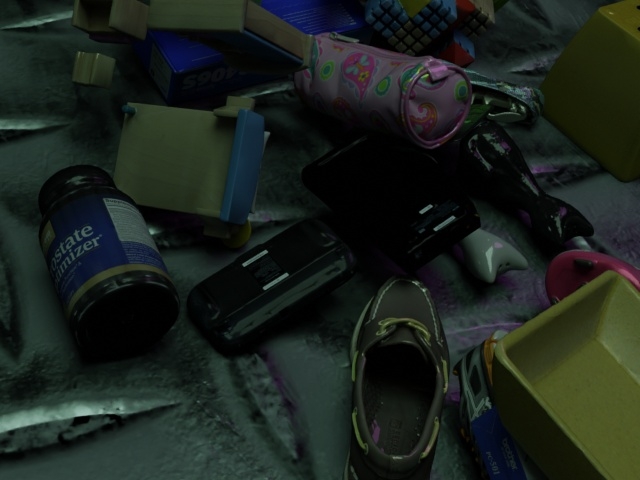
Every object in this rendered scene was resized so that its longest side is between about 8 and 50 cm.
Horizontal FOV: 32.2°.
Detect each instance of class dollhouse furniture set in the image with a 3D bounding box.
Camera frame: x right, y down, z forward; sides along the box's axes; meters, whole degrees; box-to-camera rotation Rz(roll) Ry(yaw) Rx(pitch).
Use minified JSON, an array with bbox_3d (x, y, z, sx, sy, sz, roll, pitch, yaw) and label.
[{"bbox_3d":[-0.173,-0.150,1.453,0.286,0.303,0.198,7,-3,26],"label":"dollhouse furniture set"}]

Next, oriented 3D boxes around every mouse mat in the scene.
[{"bbox_3d":[0.133,-0.163,1.546,0.190,0.007,0.152,1,25,29],"label":"mouse mat"}]

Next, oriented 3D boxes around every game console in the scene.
[{"bbox_3d":[0.000,0.000,1.329,0.361,0.044,0.213,-32,48,-18],"label":"game console"}]

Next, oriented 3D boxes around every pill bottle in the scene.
[{"bbox_3d":[-0.249,0.017,1.257,0.123,0.123,0.219,-11,46,-23],"label":"pill bottle"}]

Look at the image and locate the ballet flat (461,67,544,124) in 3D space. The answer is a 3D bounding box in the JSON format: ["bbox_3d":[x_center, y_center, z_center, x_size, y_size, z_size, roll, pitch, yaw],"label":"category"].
[{"bbox_3d":[0.242,-0.214,1.661,0.188,0.070,0.070,11,42,5],"label":"ballet flat"}]

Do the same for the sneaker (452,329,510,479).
[{"bbox_3d":[0.191,0.207,1.183,0.084,0.083,0.215,23,51,-35],"label":"sneaker"}]

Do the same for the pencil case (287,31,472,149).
[{"bbox_3d":[0.076,-0.210,1.508,0.124,0.124,0.284,-18,27,-28],"label":"pencil case"}]

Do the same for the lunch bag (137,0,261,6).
[{"bbox_3d":[-0.166,-0.419,1.504,0.223,0.262,0.160,12,52,-9],"label":"lunch bag"}]

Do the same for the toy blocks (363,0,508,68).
[{"bbox_3d":[0.137,-0.394,1.700,0.381,0.191,0.261,35,35,-25],"label":"toy blocks"}]

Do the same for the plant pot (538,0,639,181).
[{"bbox_3d":[0.480,-0.244,1.648,0.212,0.187,0.212,-20,51,-29],"label":"plant pot"}]

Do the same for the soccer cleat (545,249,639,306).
[{"bbox_3d":[0.426,0.113,1.326,0.331,0.116,0.143,32,23,25],"label":"soccer cleat"}]

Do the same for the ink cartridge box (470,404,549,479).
[{"bbox_3d":[0.250,0.220,1.124,0.207,0.046,0.097,9,52,-41],"label":"ink cartridge box"}]

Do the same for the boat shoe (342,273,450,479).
[{"bbox_3d":[0.087,0.145,1.207,0.117,0.096,0.324,12,42,1],"label":"boat shoe"}]

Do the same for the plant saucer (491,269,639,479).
[{"bbox_3d":[0.323,0.206,1.087,0.332,0.081,0.333,50,33,14],"label":"plant saucer"}]

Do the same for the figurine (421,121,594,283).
[{"bbox_3d":[0.222,-0.041,1.453,0.215,0.092,0.209,-25,57,-32],"label":"figurine"}]

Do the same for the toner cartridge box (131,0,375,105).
[{"bbox_3d":[-0.105,-0.321,1.667,0.348,0.075,0.165,-19,63,-28],"label":"toner cartridge box"}]
